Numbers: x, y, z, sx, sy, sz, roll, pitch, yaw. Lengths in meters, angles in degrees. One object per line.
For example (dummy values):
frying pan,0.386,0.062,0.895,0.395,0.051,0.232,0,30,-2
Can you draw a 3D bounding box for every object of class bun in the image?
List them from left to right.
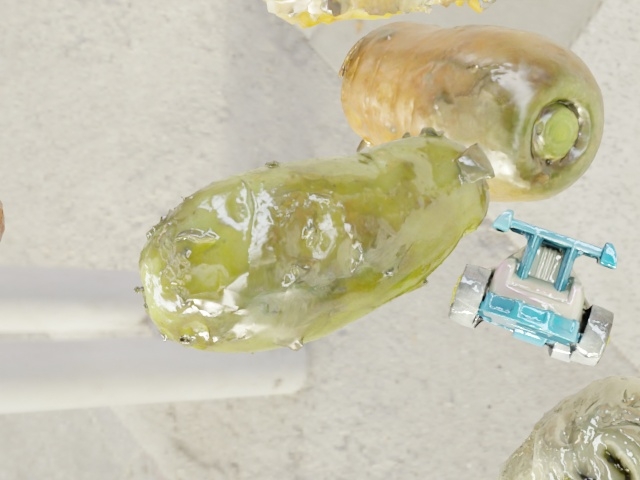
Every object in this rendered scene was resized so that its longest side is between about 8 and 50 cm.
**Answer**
bun,0.403,0.369,1.577,0.326,0.234,0.362,34,77,24

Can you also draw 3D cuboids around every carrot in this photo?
carrot,0.196,-0.173,1.484,0.341,0.224,0.224,27,105,56

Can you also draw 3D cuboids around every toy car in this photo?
toy car,0.178,0.040,0.939,0.126,0.161,0.098,20,88,9

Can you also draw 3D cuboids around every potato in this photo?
potato,0.000,0.000,0.678,0.090,0.226,0.117,-124,22,-45

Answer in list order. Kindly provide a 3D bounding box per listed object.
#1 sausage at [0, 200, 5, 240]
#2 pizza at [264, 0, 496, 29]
sausage,-0.379,0.003,0.979,0.259,0.113,0.113,-12,79,30
pizza,0.091,-0.236,0.568,0.074,0.288,0.251,29,122,51
